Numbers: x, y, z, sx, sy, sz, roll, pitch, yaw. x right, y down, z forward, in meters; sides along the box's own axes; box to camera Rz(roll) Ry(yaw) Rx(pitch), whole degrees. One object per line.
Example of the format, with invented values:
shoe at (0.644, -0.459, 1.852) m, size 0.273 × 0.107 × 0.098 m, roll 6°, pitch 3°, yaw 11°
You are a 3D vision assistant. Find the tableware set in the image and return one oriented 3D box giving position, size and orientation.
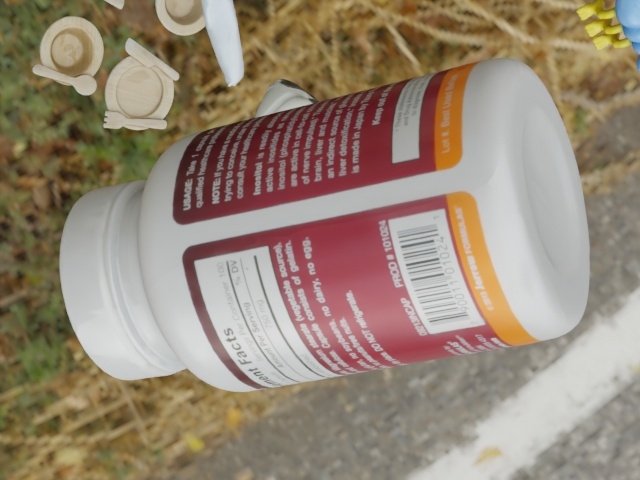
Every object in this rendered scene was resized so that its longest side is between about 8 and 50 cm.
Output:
tableware set at (-0.160, -0.176, 1.327) m, size 0.141 × 0.020 × 0.168 m, roll 22°, pitch 87°, yaw -35°

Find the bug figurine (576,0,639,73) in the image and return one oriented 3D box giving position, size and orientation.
bug figurine at (0.308, -0.240, 1.207) m, size 0.279 × 0.072 × 0.216 m, roll -30°, pitch 120°, yaw 16°

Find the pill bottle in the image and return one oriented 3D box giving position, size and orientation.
pill bottle at (0.000, 0.000, 0.505) m, size 0.152 × 0.086 × 0.086 m, roll -11°, pitch 144°, yaw 23°

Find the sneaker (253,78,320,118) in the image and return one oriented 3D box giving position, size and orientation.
sneaker at (0.000, -0.031, 0.896) m, size 0.071 × 0.068 × 0.170 m, roll -51°, pitch 145°, yaw 4°

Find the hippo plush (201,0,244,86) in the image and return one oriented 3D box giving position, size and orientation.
hippo plush at (-0.106, -0.279, 1.054) m, size 0.237 × 0.234 × 0.294 m, roll -6°, pitch 151°, yaw -46°
